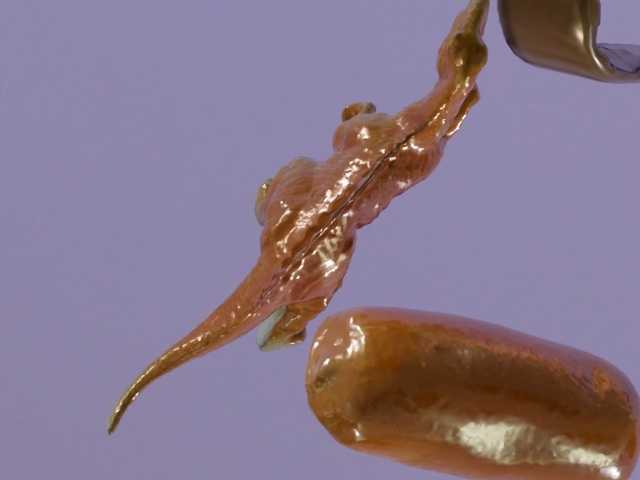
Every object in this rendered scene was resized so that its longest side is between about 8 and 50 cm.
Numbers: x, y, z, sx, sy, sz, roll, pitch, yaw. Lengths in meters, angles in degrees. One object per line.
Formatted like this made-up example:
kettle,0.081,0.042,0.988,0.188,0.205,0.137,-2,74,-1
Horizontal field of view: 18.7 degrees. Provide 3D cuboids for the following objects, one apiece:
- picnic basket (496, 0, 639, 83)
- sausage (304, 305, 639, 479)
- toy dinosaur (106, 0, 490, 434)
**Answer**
picnic basket,0.154,-0.210,0.637,0.291,0.254,0.321,16,-78,28
sausage,0.097,0.095,1.173,0.238,0.098,0.098,14,-96,-28
toy dinosaur,0.001,-0.001,0.820,0.057,0.142,0.212,36,-115,-8
